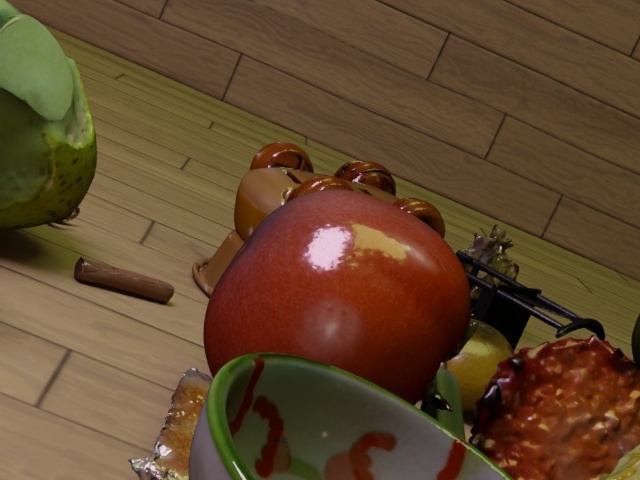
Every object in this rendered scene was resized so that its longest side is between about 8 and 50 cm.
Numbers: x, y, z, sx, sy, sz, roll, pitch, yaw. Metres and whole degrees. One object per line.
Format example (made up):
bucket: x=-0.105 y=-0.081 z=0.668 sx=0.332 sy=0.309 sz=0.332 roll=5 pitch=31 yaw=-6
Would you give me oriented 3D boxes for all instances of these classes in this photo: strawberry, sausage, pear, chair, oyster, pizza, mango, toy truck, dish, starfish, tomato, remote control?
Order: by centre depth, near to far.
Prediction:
dish: x=0.037 y=0.220 z=0.726 sx=0.324 sy=0.124 sz=0.324 roll=32 pitch=14 yaw=-9
pizza: x=-0.083 y=0.168 z=0.886 sx=0.185 sy=0.052 sz=0.195 roll=16 pitch=18 yaw=-29
tomato: x=0.015 y=0.075 z=1.022 sx=0.224 sy=0.256 sz=0.256 roll=41 pitch=10 yaw=-8
remote control: x=0.113 y=0.199 z=1.042 sx=0.038 sy=0.090 sz=0.309 roll=15 pitch=12 yaw=2
strawberry: x=0.222 y=0.209 z=1.090 sx=0.234 sy=0.233 sz=0.178 roll=22 pitch=-18 yaw=-13
pear: x=-0.375 y=-0.104 z=1.158 sx=0.282 sy=0.286 sz=0.176 roll=44 pitch=27 yaw=-42
sausage: x=-0.217 y=0.046 z=1.227 sx=0.116 sy=0.026 sz=0.026 roll=19 pitch=13 yaw=-29
mango: x=0.147 y=0.140 z=1.347 sx=0.195 sy=0.098 sz=0.137 roll=18 pitch=25 yaw=13
starfish: x=-0.348 y=-0.045 z=1.363 sx=0.091 sy=0.028 sz=0.078 roll=26 pitch=6 yaw=22
toy truck: x=0.000 y=0.000 z=1.411 sx=0.288 sy=0.211 sz=0.204 roll=13 pitch=16 yaw=-30
chair: x=0.244 y=0.116 z=1.542 sx=0.260 sy=0.141 sz=0.155 roll=30 pitch=13 yaw=34
oyster: x=0.232 y=0.061 z=1.821 sx=0.198 sy=0.133 sz=0.337 roll=-14 pitch=-5 yaw=12

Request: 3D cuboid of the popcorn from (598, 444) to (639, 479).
popcorn: x=0.300 y=0.262 z=0.911 sx=0.185 sy=0.187 sz=0.167 roll=35 pitch=2 yaw=-37

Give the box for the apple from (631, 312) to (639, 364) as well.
apple: x=0.663 y=0.140 z=1.531 sx=0.474 sy=0.473 sz=0.473 roll=23 pitch=12 yaw=-5
